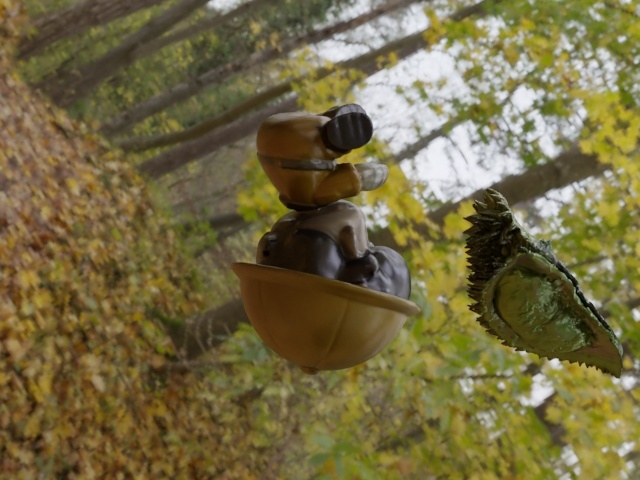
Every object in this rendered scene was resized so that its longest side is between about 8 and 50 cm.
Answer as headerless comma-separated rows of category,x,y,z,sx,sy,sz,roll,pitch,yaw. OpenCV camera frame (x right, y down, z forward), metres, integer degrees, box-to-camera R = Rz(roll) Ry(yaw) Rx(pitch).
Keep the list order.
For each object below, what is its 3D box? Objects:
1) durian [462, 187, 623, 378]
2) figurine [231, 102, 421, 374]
durian,0.301,0.055,1.204,0.169,0.158,0.352,0,-37,44
figurine,-0.005,0.001,0.856,0.192,0.167,0.256,-166,-118,-69
